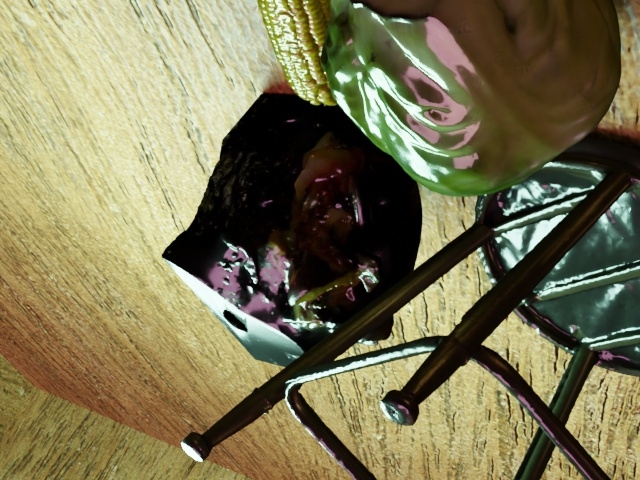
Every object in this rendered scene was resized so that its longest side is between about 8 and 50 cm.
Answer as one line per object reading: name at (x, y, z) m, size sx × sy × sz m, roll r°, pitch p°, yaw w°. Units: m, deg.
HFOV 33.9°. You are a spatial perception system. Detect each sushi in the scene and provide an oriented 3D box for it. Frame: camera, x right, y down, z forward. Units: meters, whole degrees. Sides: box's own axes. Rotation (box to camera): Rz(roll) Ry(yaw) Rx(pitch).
sushi at (0.000, -0.001, 1.148) m, size 0.212 × 0.227 × 0.215 m, roll 10°, pitch 150°, yaw 36°

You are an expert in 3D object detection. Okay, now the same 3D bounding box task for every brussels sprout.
brussels sprout at (0.108, -0.148, 0.795) m, size 0.244 × 0.244 × 0.244 m, roll 23°, pitch 155°, yaw 12°

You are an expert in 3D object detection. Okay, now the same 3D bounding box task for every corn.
corn at (-0.015, -0.207, 0.949) m, size 0.080 × 0.080 × 0.238 m, roll 15°, pitch 152°, yaw 27°

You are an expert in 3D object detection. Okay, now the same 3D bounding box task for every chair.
chair at (0.190, 0.144, 0.957) m, size 0.362 × 0.410 × 0.365 m, roll 48°, pitch 147°, yaw -11°
